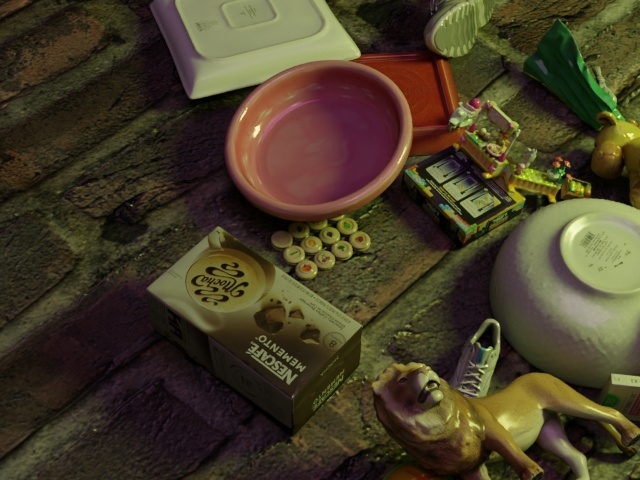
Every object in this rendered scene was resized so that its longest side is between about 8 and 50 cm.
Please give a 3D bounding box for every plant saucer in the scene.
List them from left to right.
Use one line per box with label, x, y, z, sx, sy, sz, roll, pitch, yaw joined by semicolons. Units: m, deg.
plant saucer;0.000;-0.166;1.761;0.332;0.084;0.332;-6;57;10
plant saucer;0.140;-0.269;1.902;0.258;0.048;0.259;-4;52;-5

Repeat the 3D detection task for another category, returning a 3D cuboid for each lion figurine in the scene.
lion figurine;0.265;0.258;1.430;0.392;0.142;0.240;1;34;-42

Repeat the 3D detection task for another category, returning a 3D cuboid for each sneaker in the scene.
sneaker;0.256;-0.440;2.004;0.115;0.105;0.281;10;33;25
sneaker;0.232;0.199;1.530;0.071;0.083;0.191;17;56;8

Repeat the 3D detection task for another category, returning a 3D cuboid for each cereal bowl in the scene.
cereal bowl;0.446;0.060;1.606;0.339;0.141;0.339;1;54;-1

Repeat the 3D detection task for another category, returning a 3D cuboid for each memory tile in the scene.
memory tile;0.000;0.000;1.716;0.148;0.012;0.113;-28;58;-21

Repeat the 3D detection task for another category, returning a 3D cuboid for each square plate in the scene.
square plate;-0.138;-0.432;1.989;0.344;0.049;0.347;-16;48;-12

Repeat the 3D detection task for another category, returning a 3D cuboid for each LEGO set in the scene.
LEGO set;0.352;-0.159;1.744;0.287;0.107;0.132;34;38;12

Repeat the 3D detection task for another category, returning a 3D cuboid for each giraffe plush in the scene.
giraffe plush;0.551;-0.150;1.761;0.170;0.181;0.210;28;48;27

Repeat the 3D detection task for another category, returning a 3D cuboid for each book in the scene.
book;0.494;0.236;1.500;0.144;0.096;0.035;6;53;3

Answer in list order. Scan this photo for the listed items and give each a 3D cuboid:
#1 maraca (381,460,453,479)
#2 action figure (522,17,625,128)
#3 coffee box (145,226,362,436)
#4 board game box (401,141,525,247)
maraca;0.133;0.392;1.371;0.127;0.099;0.186;5;60;2
action figure;0.493;-0.292;1.900;0.063;0.137;0.232;-20;64;-31
coffee box;-0.101;0.135;1.544;0.297;0.119;0.168;34;58;22
board game box;0.249;-0.084;1.765;0.141;0.048;0.170;-27;59;-23
